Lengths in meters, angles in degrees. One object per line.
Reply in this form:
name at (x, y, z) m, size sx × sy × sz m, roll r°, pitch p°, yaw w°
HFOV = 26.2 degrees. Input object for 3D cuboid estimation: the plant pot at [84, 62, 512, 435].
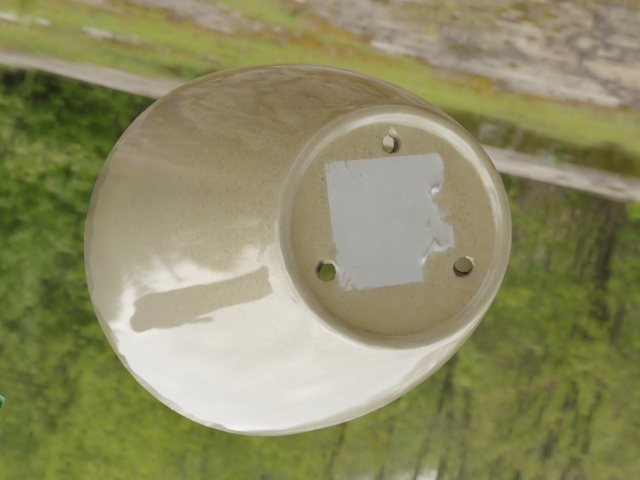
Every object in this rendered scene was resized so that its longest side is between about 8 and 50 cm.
plant pot at (0.000, 0.000, 0.820) m, size 0.256 × 0.257 × 0.274 m, roll 14°, pitch 174°, yaw -14°

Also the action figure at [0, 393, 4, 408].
action figure at (-0.269, 0.133, 0.901) m, size 0.063 × 0.137 × 0.232 m, roll 21°, pitch -165°, yaw 7°
